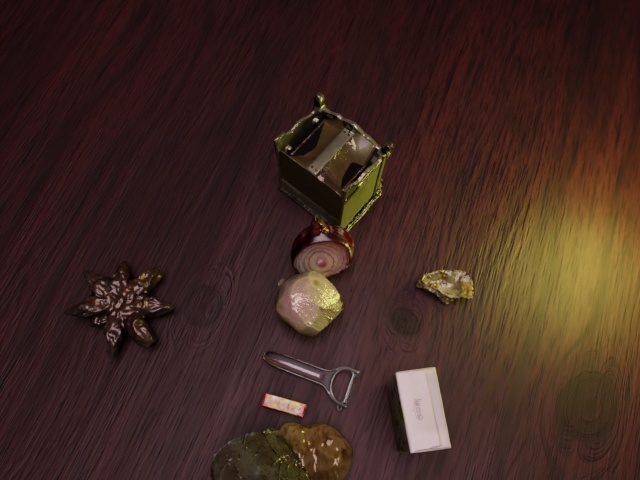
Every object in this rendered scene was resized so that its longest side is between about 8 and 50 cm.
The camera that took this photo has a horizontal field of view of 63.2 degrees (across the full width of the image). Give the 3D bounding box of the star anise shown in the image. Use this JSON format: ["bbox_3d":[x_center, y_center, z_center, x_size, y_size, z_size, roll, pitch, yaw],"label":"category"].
[{"bbox_3d":[-0.596,0.199,1.536,0.315,0.108,0.315,3,67,-8],"label":"star anise"}]

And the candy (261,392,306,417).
[{"bbox_3d":[-0.102,0.467,1.466,0.122,0.062,0.038,14,69,4],"label":"candy"}]

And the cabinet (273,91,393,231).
[{"bbox_3d":[0.035,-0.228,1.604,0.290,0.318,0.227,38,73,13],"label":"cabinet"}]

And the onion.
[{"bbox_3d":[0.000,0.000,1.572,0.195,0.218,0.140,-6,39,9],"label":"onion"}]

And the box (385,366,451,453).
[{"bbox_3d":[0.251,0.453,1.374,0.111,0.260,0.194,-8,68,0],"label":"box"}]

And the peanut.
[{"bbox_3d":[-0.028,0.588,1.395,0.233,0.110,0.197,-3,64,-2],"label":"peanut"}]

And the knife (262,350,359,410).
[{"bbox_3d":[-0.038,0.388,1.503,0.278,0.053,0.123,19,74,7],"label":"knife"}]

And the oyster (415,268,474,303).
[{"bbox_3d":[0.385,0.142,1.608,0.177,0.056,0.105,-3,62,-3],"label":"oyster"}]

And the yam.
[{"bbox_3d":[-0.111,0.622,1.180,0.241,0.241,0.348,-29,38,-12],"label":"yam"}]

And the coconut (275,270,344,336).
[{"bbox_3d":[-0.047,0.178,1.521,0.194,0.194,0.194,0,69,-1],"label":"coconut"}]
